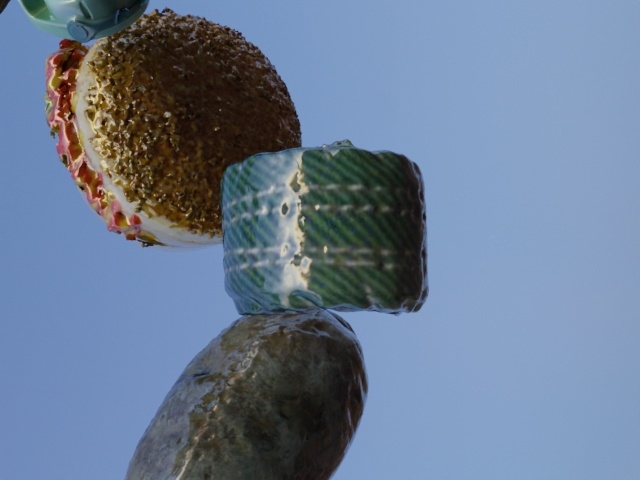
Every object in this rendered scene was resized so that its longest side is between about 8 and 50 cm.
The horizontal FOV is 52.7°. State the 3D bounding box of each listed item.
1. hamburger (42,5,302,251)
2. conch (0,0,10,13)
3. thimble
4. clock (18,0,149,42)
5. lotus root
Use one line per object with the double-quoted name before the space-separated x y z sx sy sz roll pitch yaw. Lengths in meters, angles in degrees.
"hamburger" -0.154 -0.121 0.740 0.294 0.179 0.276 -16 -95 -35
"conch" -0.295 -0.147 0.418 0.169 0.203 0.386 20 -107 -20
"thimble" 0.000 0.000 0.385 0.118 0.135 0.090 4 -98 -30
"clock" -0.200 -0.224 0.584 0.101 0.135 0.041 -52 -31 -24
"lotus root" -0.069 0.187 0.604 0.349 0.175 0.175 -53 -48 -38
